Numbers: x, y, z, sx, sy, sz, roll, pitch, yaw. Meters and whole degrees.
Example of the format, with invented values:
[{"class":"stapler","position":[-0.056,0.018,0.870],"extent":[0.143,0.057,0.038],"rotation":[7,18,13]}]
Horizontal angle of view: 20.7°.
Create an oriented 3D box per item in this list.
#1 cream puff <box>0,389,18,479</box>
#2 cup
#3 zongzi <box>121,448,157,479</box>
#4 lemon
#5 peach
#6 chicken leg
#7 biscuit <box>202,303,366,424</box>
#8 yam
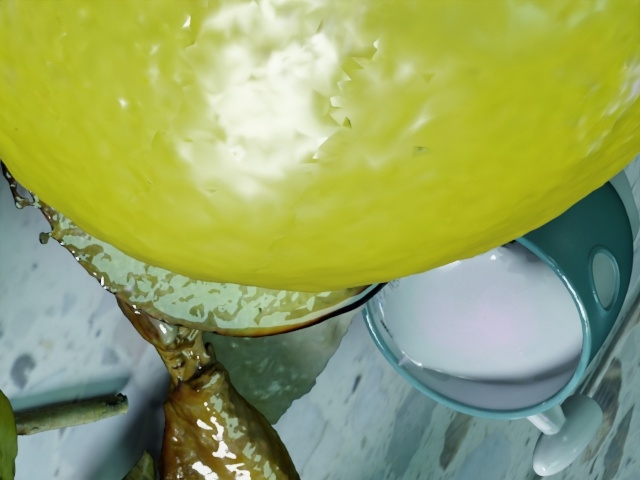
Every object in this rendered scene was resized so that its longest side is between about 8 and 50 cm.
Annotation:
[{"class":"cream puff","position":[-0.214,0.149,0.748],"extent":[0.221,0.195,0.194],"rotation":[-48,147,-17]},{"class":"cup","position":[0.139,0.012,1.200],"extent":[0.173,0.167,0.299],"rotation":[-42,120,-47]},{"class":"zongzi","position":[-0.120,0.273,1.060],"extent":[0.241,0.111,0.247],"rotation":[-60,156,-17]},{"class":"lemon","position":[0.000,-0.134,0.679],"extent":[0.364,0.364,0.364],"rotation":[-37,141,-37]},{"class":"peach","position":[-0.048,-0.043,0.928],"extent":[0.279,0.068,0.189],"rotation":[2,100,-32]},{"class":"chicken leg","position":[-0.064,0.106,1.019],"extent":[0.087,0.107,0.251],"rotation":[-39,133,-29]},{"class":"biscuit","position":[-0.004,0.002,1.047],"extent":[0.133,0.032,0.250],"rotation":[20,112,-43]},{"class":"yam","position":[-0.143,0.097,0.968],"extent":[0.107,0.014,0.014],"rotation":[-6,118,-56]}]
